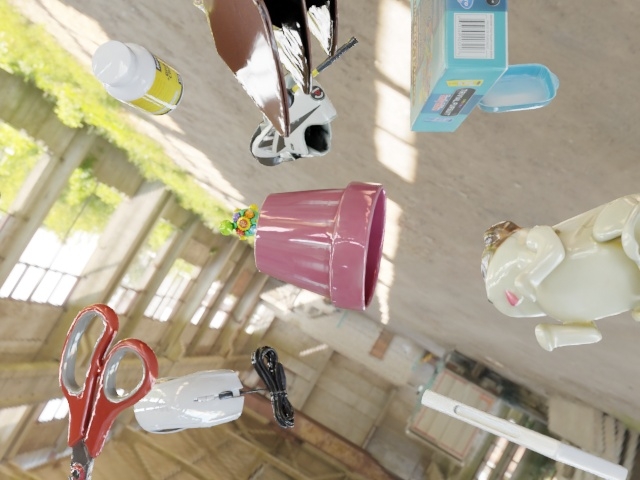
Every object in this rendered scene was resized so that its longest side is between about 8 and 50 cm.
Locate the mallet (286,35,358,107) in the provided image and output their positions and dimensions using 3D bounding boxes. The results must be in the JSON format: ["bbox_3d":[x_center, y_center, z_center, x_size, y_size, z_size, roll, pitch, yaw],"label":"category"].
[{"bbox_3d":[-0.012,-0.297,1.318,0.039,0.190,0.062,50,-158,-12],"label":"mallet"}]

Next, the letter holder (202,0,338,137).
[{"bbox_3d":[-0.050,-0.306,0.981,0.214,0.152,0.302,55,170,20],"label":"letter holder"}]

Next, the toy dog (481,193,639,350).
[{"bbox_3d":[0.519,0.039,1.528,0.408,0.395,0.284,-15,124,42],"label":"toy dog"}]

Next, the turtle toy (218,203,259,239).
[{"bbox_3d":[-0.225,-0.047,2.101,0.130,0.095,0.066,-13,-176,13],"label":"turtle toy"}]

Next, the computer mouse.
[{"bbox_3d":[-0.130,0.195,0.909,0.193,0.106,0.042,-8,171,-17],"label":"computer mouse"}]

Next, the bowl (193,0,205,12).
[{"bbox_3d":[-0.187,-0.531,1.630,0.170,0.170,0.080,23,150,52],"label":"bowl"}]

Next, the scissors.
[{"bbox_3d":[-0.240,0.208,0.731,0.109,0.297,0.021,27,-167,20],"label":"scissors"}]

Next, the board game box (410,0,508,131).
[{"bbox_3d":[0.188,-0.316,1.052,0.079,0.253,0.336,1,176,0],"label":"board game box"}]

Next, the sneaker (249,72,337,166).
[{"bbox_3d":[-0.054,-0.214,1.558,0.146,0.122,0.330,49,156,6],"label":"sneaker"}]

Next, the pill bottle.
[{"bbox_3d":[-0.327,-0.292,1.319,0.103,0.103,0.184,29,-177,14],"label":"pill bottle"}]

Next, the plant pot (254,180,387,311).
[{"bbox_3d":[0.000,0.000,1.160,0.180,0.201,0.201,8,170,11],"label":"plant pot"}]

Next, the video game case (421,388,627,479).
[{"bbox_3d":[0.235,0.226,0.847,0.173,0.022,0.190,14,170,46],"label":"video game case"}]

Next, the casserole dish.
[{"bbox_3d":[0.403,-0.317,1.552,0.189,0.114,0.037,-5,147,2],"label":"casserole dish"}]
